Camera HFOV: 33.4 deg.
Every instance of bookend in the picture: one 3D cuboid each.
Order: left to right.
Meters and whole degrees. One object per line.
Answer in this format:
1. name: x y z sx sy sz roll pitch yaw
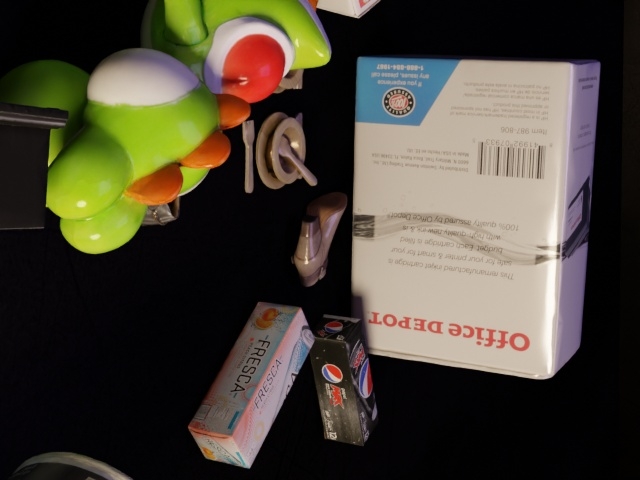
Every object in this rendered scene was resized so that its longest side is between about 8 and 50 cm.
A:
1. bookend: -0.249 -0.013 0.683 0.072 0.156 0.157 -4 100 -63

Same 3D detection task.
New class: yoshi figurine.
1. yoshi figurine: -0.142 -0.146 0.850 0.203 0.203 0.362 45 50 -19

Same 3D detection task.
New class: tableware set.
1. tableware set: -0.037 -0.153 1.193 0.128 0.039 0.194 -23 116 -60

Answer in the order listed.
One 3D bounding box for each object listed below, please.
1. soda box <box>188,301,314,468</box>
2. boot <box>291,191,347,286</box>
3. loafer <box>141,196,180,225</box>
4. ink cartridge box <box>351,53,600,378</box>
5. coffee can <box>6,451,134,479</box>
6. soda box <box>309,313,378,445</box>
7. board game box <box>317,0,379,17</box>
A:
1. soda box: -0.073 0.156 1.174 0.183 0.058 0.063 -61 145 -36
2. boot: 0.000 0.000 1.308 0.118 0.042 0.087 -39 136 -52
3. loafer: -0.140 -0.094 0.981 0.062 0.061 0.170 21 77 -61
4. ink cartridge box: 0.201 -0.043 1.413 0.166 0.285 0.395 -20 114 -61
5. coffee can: -0.231 0.307 0.739 0.275 0.201 0.202 -42 132 -53
6. soda box: 0.030 0.181 1.377 0.053 0.060 0.169 -50 138 -49
7. board game box: -0.057 -0.353 0.938 0.053 0.193 0.305 -43 137 -25
